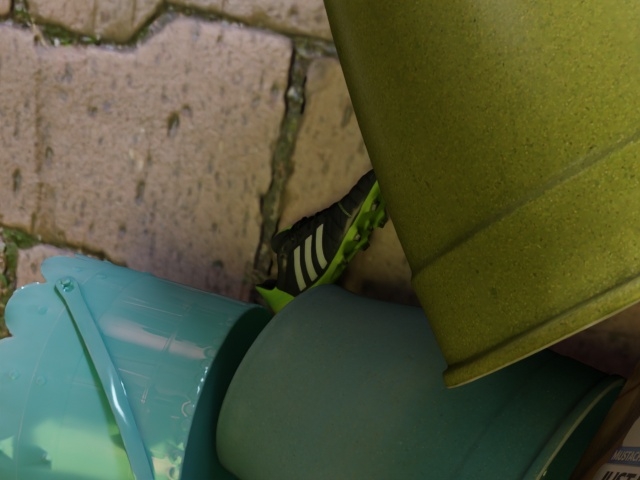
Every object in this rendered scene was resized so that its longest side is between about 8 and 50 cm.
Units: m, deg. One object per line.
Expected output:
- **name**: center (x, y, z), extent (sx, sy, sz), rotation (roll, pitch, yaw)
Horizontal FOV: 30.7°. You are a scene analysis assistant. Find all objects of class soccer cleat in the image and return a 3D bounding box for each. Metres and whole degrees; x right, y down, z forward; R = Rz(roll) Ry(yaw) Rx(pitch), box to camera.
- **soccer cleat**: center (0.000, 0.000, 1.000), extent (0.072, 0.060, 0.179), rotation (41, 121, 15)

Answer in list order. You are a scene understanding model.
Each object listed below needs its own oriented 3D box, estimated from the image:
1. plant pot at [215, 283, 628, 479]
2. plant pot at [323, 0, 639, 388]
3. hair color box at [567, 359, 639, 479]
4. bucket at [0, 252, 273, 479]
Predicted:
- **plant pot**: center (0.067, 0.167, 0.928), extent (0.255, 0.271, 0.272), rotation (30, 119, 25)
- **plant pot**: center (0.158, -0.149, 0.737), extent (0.366, 0.366, 0.353), rotation (-32, 82, 30)
- **hair color box**: center (0.256, 0.143, 0.764), extent (0.110, 0.185, 0.339), rotation (36, 77, 0)
- **bucket**: center (-0.157, 0.158, 1.013), extent (0.183, 0.281, 0.281), rotation (9, 112, 16)
